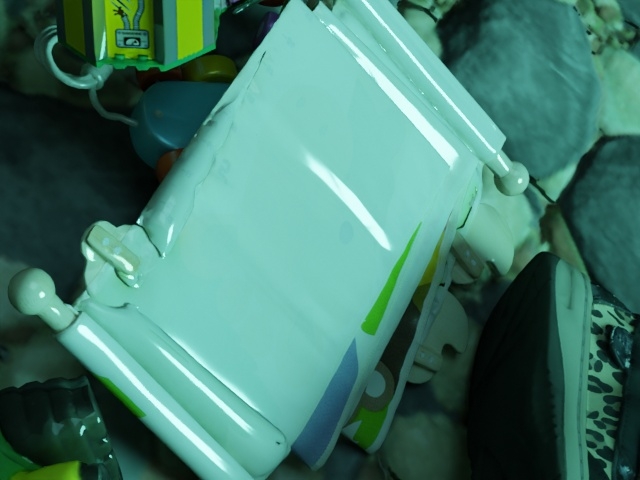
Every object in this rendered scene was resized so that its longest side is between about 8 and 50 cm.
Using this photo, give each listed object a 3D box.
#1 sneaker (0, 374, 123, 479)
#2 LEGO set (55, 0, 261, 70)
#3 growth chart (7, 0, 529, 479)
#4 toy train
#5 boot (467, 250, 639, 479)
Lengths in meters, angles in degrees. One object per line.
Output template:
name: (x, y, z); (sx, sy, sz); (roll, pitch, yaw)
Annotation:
sneaker: (-0.110, 0.216, 0.450); (0.146, 0.134, 0.343); (-9, 69, -3)
LEGO set: (-0.034, -0.230, 0.635); (0.331, 0.192, 0.255); (-23, 45, -27)
growth chart: (0.000, 0.000, 0.633); (0.172, 0.021, 0.237); (54, 52, -24)
toy train: (-0.045, -0.080, 0.682); (0.125, 0.046, 0.166); (42, 50, 2)
boot: (0.144, 0.124, 0.623); (0.179, 0.085, 0.236); (23, 44, -14)
